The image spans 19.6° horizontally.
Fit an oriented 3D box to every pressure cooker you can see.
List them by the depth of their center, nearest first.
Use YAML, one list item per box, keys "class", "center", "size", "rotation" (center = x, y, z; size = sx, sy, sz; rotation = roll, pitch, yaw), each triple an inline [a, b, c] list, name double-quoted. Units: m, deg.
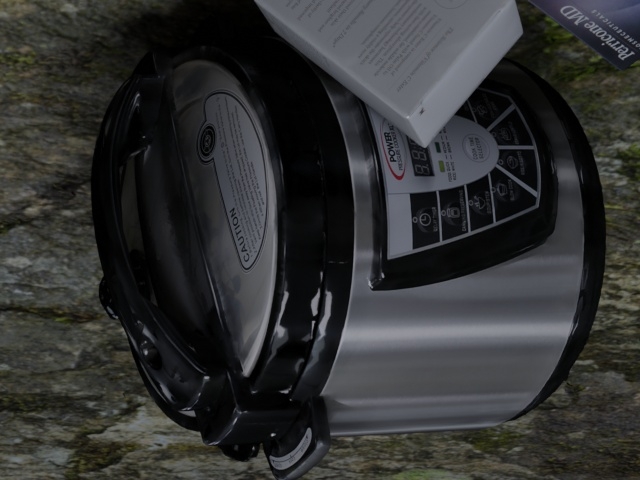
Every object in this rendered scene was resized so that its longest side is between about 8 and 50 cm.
- class: "pressure cooker"
  center: [-0.002, 0.004, 1.671]
  size: [0.420, 0.370, 0.375]
  rotation: [1, 108, -29]

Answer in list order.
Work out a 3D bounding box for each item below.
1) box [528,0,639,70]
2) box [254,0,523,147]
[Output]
- class: "box"
  center: [0.258, -0.323, 1.461]
  size: [0.294, 0.183, 0.296]
  rotation: [-30, 139, 32]
- class: "box"
  center: [0.054, -0.181, 1.480]
  size: [0.130, 0.170, 0.091]
  rotation: [-49, 163, -2]
